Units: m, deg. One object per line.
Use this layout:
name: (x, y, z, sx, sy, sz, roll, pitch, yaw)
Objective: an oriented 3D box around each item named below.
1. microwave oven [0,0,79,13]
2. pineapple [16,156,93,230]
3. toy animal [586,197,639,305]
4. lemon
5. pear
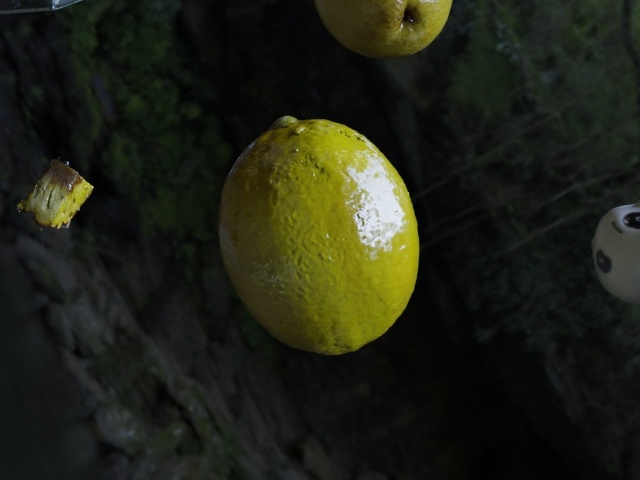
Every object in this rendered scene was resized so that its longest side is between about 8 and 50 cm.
microwave oven: (-0.377, -0.409, 1.468, 0.163, 0.129, 0.204, -60, 146, -64)
pineapple: (-0.412, -0.081, 1.774, 0.069, 0.137, 0.116, 28, -54, 7)
toy animal: (0.510, 0.021, 1.619, 0.187, 0.235, 0.165, -40, 143, -75)
lemon: (-0.001, -0.004, 1.287, 0.263, 0.236, 0.236, 48, -7, -5)
pear: (0.088, -0.351, 1.568, 0.208, 0.209, 0.209, 60, -8, 14)
